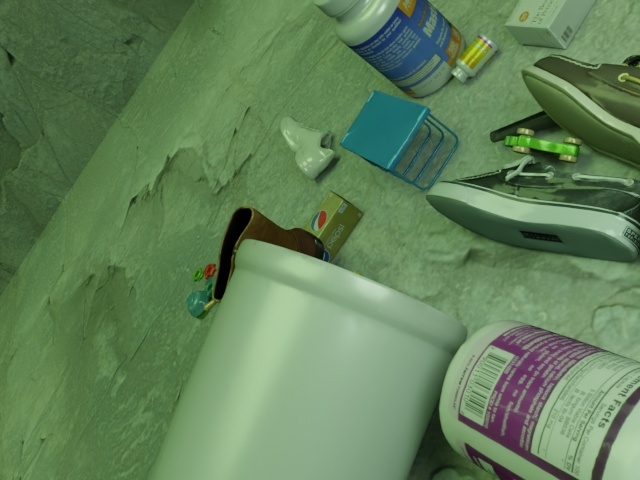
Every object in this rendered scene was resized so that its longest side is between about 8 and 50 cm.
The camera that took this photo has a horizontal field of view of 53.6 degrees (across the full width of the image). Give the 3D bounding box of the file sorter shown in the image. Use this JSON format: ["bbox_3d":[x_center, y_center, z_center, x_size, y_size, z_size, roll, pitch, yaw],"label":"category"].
[{"bbox_3d":[0.138,-0.173,1.112,0.118,0.104,0.170,-57,34,4],"label":"file sorter"}]

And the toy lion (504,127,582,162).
[{"bbox_3d":[0.309,-0.131,0.887,0.100,0.096,0.034,14,98,17],"label":"toy lion"}]

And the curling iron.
[{"bbox_3d":[0.365,-0.196,0.896,0.274,0.035,0.068,-25,43,40],"label":"curling iron"}]

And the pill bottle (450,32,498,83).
[{"bbox_3d":[0.266,-0.316,1.104,0.083,0.043,0.043,-48,36,17],"label":"pill bottle"}]

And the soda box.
[{"bbox_3d":[0.000,0.000,1.204,0.181,0.058,0.061,-56,34,6],"label":"soda box"}]

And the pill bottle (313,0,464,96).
[{"bbox_3d":[0.122,-0.391,1.142,0.152,0.272,0.152,-31,44,36],"label":"pill bottle"}]

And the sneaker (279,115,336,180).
[{"bbox_3d":[-0.021,-0.221,1.395,0.094,0.080,0.212,-38,45,12],"label":"sneaker"}]

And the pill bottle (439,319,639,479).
[{"bbox_3d":[0.274,0.193,0.609,0.301,0.169,0.169,18,81,55],"label":"pill bottle"}]

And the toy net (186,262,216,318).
[{"bbox_3d":[-0.227,0.111,1.433,0.232,0.045,0.122,-10,56,47],"label":"toy net"}]

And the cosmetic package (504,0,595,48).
[{"bbox_3d":[0.399,-0.424,0.998,0.239,0.060,0.099,-59,33,2],"label":"cosmetic package"}]

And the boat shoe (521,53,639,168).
[{"bbox_3d":[0.381,-0.157,0.770,0.097,0.116,0.324,-45,43,6],"label":"boat shoe"}]

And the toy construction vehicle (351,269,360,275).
[{"bbox_3d":[0.033,0.098,1.109,0.086,0.035,0.098,-20,51,44],"label":"toy construction vehicle"}]

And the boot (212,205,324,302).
[{"bbox_3d":[-0.083,0.096,1.029,0.096,0.280,0.264,18,90,21],"label":"boot"}]

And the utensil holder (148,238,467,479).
[{"bbox_3d":[-0.024,0.237,0.835,0.328,0.328,0.385,11,78,55],"label":"utensil holder"}]

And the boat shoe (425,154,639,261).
[{"bbox_3d":[0.280,-0.058,0.838,0.306,0.113,0.105,13,70,52],"label":"boat shoe"}]
